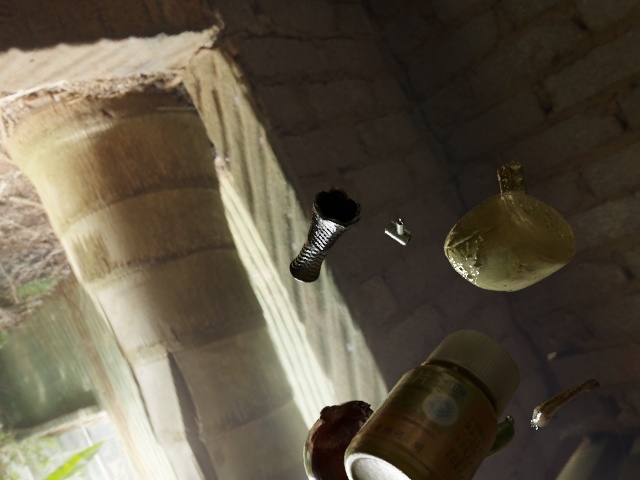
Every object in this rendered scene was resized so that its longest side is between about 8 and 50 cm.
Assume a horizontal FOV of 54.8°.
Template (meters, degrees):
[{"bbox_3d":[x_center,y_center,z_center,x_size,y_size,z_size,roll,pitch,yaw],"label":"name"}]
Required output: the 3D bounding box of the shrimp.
[{"bbox_3d":[0.655,0.441,1.660,0.198,0.051,0.262,-23,149,-6],"label":"shrimp"}]

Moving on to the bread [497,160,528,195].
[{"bbox_3d":[0.635,-0.132,2.008,0.087,0.269,0.098,16,147,-26],"label":"bread"}]

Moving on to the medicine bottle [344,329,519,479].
[{"bbox_3d":[0.240,0.367,1.251,0.384,0.224,0.224,-39,-173,-38],"label":"medicine bottle"}]

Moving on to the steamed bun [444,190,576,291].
[{"bbox_3d":[0.415,0.024,1.335,0.273,0.166,0.232,17,133,-37],"label":"steamed bun"}]

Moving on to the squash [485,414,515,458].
[{"bbox_3d":[0.491,0.598,1.825,0.319,0.080,0.071,-14,132,-36],"label":"squash"}]

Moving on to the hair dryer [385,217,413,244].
[{"bbox_3d":[0.186,-0.032,1.475,0.038,0.063,0.124,-54,163,-10],"label":"hair dryer"}]

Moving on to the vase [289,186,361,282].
[{"bbox_3d":[0.000,0.000,1.404,0.115,0.115,0.237,-25,153,-39],"label":"vase"}]

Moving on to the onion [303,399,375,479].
[{"bbox_3d":[0.094,0.714,2.086,0.341,0.341,0.341,-26,178,-1],"label":"onion"}]
